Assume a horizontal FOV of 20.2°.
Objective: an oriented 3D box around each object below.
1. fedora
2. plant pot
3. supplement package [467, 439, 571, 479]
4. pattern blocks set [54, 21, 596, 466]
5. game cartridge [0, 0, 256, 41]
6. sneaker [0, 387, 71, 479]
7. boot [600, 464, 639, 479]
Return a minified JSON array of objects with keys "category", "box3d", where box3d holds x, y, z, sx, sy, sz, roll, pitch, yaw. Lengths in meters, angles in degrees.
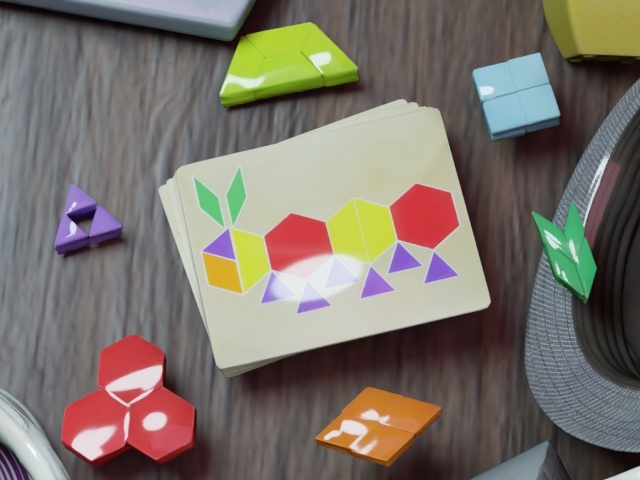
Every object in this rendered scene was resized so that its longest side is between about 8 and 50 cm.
[{"category":"fedora","box3d":[0.252,0.011,1.074,0.124,0.243,0.275,25,77,-32]},{"category":"plant pot","box3d":[0.183,-0.155,1.141,0.081,0.081,0.083,2,91,-6]},{"category":"supplement package","box3d":[0.076,0.244,0.946,0.199,0.262,0.198,-28,85,7]},{"category":"pattern blocks set","box3d":[0.000,0.000,1.092,0.324,0.026,0.285,-6,69,3]},{"category":"game cartridge","box3d":[-0.101,-0.280,1.142,0.198,0.062,0.297,11,80,-9]},{"category":"sneaker","box3d":[-0.164,0.217,0.994,0.114,0.152,0.305,-24,80,-11]},{"category":"boot","box3d":[0.255,0.200,1.011,0.244,0.088,0.176,4,70,-40]}]
